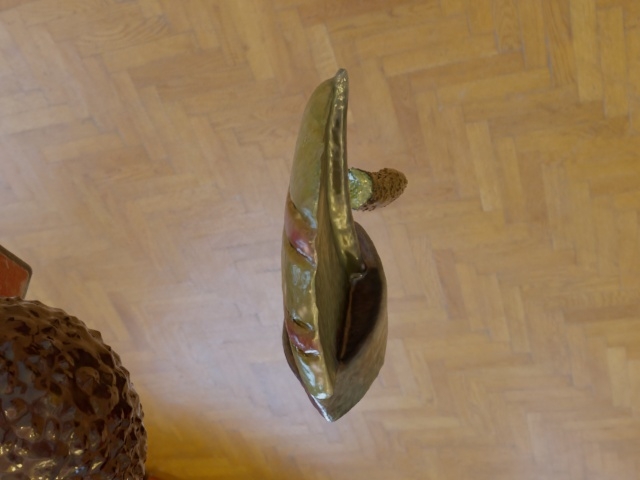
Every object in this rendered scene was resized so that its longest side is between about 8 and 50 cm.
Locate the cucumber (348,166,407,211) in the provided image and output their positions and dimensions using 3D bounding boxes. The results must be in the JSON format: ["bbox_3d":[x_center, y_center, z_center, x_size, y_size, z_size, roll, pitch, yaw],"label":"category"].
[{"bbox_3d":[0.109,-0.097,1.372,0.072,0.303,0.081,-4,93,21],"label":"cucumber"}]

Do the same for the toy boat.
[{"bbox_3d":[0.003,0.032,0.740,0.111,0.276,0.293,-2,144,13],"label":"toy boat"}]

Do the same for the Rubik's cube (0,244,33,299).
[{"bbox_3d":[-0.700,0.119,1.149,0.316,0.318,0.313,-3,153,14],"label":"Rubik's cube"}]

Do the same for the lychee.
[{"bbox_3d":[-0.274,0.174,0.629,0.261,0.260,0.260,6,128,8],"label":"lychee"}]
